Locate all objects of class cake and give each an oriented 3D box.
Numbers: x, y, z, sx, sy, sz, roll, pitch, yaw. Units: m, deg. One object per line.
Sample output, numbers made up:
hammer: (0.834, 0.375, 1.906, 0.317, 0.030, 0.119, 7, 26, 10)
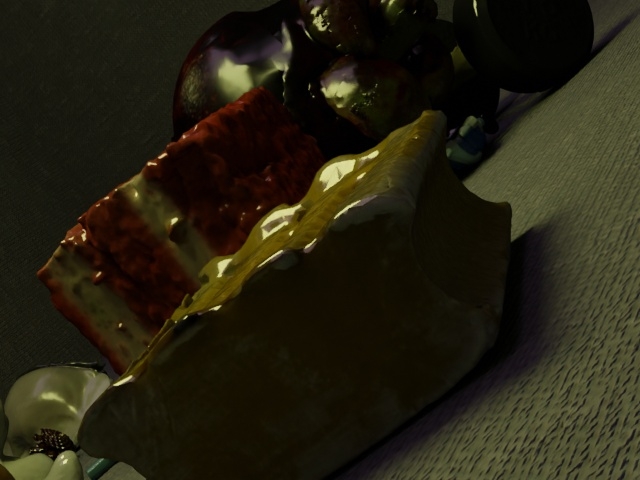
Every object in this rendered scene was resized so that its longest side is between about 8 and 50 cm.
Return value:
cake: (-0.133, 0.021, 1.507, 0.320, 0.269, 0.270, -37, 4, 24)

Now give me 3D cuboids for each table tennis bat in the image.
table tennis bat: (-0.245, 0.262, 1.638, 0.155, 0.019, 0.100, -39, 5, -12)

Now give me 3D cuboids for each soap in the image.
soap: (-0.002, 0.050, 0.946, 0.293, 0.156, 0.335, -35, 6, 15)

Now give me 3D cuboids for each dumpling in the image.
dumpling: (-0.489, 0.312, 2.201, 0.293, 0.163, 0.204, -21, 11, 38)

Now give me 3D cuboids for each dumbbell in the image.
dumbbell: (0.236, -0.279, 1.855, 0.204, 0.203, 0.322, -42, 5, -29)

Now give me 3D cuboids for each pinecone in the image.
pinecone: (-0.438, 0.346, 2.004, 0.083, 0.077, 0.077, -63, 2, 7)

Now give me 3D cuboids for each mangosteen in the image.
mangosteen: (0.000, -0.172, 1.750, 0.422, 0.380, 0.381, -15, 17, 28)

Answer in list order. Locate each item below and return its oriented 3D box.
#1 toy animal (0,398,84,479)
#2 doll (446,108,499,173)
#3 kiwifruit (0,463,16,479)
toy animal: (-0.460, 0.285, 1.594, 0.206, 0.265, 0.272, -44, 8, -26)
doll: (0.190, -0.132, 1.664, 0.096, 0.070, 0.195, -54, -8, 23)
kiwifruit: (-0.418, 0.325, 1.361, 0.196, 0.196, 0.234, -43, 10, -36)
